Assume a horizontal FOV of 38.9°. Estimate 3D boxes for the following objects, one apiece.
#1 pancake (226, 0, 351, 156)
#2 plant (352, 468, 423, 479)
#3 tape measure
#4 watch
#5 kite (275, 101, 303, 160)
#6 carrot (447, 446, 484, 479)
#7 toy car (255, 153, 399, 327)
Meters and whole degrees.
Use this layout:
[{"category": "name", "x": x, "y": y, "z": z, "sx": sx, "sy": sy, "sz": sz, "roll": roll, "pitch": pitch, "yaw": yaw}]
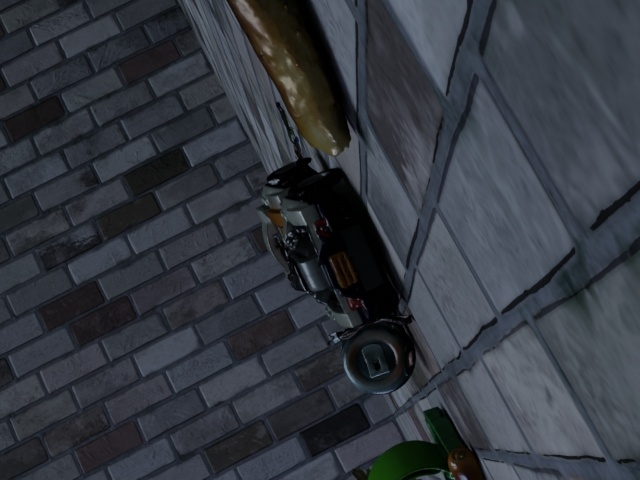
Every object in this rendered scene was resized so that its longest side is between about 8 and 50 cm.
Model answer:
[{"category": "pancake", "x": -0.062, "y": -0.214, "z": 0.783, "sx": 0.266, "sy": 0.057, "sz": 0.244, "roll": 64, "pitch": 178, "yaw": -32}, {"category": "plant", "x": 0.159, "y": 0.505, "z": 1.407, "sx": 0.306, "sy": 0.261, "sz": 0.297, "roll": -23, "pitch": -59, "yaw": -83}, {"category": "tape measure", "x": 0.073, "y": 0.145, "z": 1.142, "sx": 0.180, "sy": 0.104, "sz": 0.107, "roll": 87, "pitch": 159, "yaw": -84}, {"category": "watch", "x": 0.137, "y": 0.331, "z": 1.267, "sx": 0.165, "sy": 0.152, "sz": 0.131, "roll": 63, "pitch": 180, "yaw": -27}, {"category": "kite", "x": -0.012, "y": -0.088, "z": 1.413, "sx": 0.152, "sy": 0.015, "sz": 0.285, "roll": 60, "pitch": 176, "yaw": 44}, {"category": "carrot", "x": 0.210, "y": 0.335, "z": 1.192, "sx": 0.190, "sy": 0.037, "sz": 0.037, "roll": 60, "pitch": 179, "yaw": -35}, {"category": "toy car", "x": -0.001, "y": 0.001, "z": 1.116, "sx": 0.301, "sy": 0.118, "sz": 0.193, "roll": -132, "pitch": 18, "yaw": -75}]
